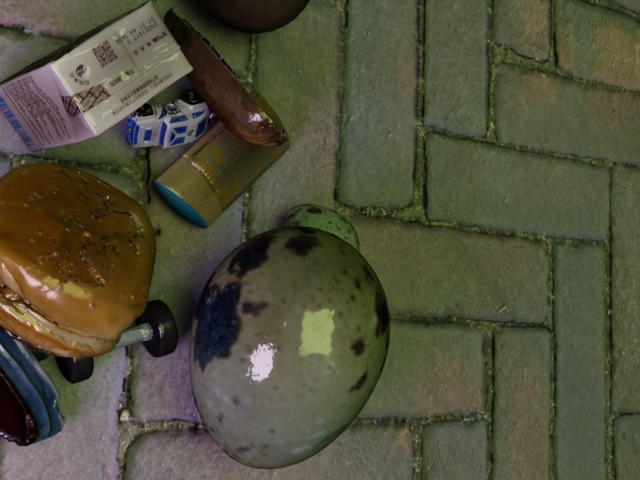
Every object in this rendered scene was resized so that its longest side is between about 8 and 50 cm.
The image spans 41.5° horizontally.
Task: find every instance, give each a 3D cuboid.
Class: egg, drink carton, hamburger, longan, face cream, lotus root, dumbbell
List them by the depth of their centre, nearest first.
[{"bbox_3d":[-0.401,0.026,1.316,0.284,0.174,0.304,28,32,-23],"label":"hamburger"},{"bbox_3d":[-0.366,-0.247,1.322,0.194,0.325,0.132,-43,113,-27],"label":"drink carton"},{"bbox_3d":[-0.346,0.170,1.431,0.191,0.100,0.100,-15,94,-33],"label":"dumbbell"},{"bbox_3d":[-0.060,0.186,1.482,0.345,0.345,0.428,19,91,-32],"label":"egg"},{"bbox_3d":[-0.191,-0.283,1.521,0.078,0.167,0.329,-41,75,-3],"label":"lotus root"},{"bbox_3d":[-0.127,-0.507,1.563,0.258,0.258,0.258,3,84,-34],"label":"longan"},{"bbox_3d":[-0.179,-0.145,1.589,0.285,0.067,0.139,-48,122,-28],"label":"face cream"},{"bbox_3d":[0.000,0.000,1.663,0.172,0.132,0.132,44,63,-10],"label":"egg"}]

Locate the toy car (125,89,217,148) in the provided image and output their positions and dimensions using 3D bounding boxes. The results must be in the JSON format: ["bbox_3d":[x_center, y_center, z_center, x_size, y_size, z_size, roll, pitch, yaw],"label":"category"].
[{"bbox_3d":[-0.266,-0.212,1.518,0.171,0.080,0.070,-19,58,-34],"label":"toy car"}]

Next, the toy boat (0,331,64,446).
[{"bbox_3d":[-0.498,0.187,1.321,0.309,0.129,0.142,60,24,-18],"label":"toy boat"}]
